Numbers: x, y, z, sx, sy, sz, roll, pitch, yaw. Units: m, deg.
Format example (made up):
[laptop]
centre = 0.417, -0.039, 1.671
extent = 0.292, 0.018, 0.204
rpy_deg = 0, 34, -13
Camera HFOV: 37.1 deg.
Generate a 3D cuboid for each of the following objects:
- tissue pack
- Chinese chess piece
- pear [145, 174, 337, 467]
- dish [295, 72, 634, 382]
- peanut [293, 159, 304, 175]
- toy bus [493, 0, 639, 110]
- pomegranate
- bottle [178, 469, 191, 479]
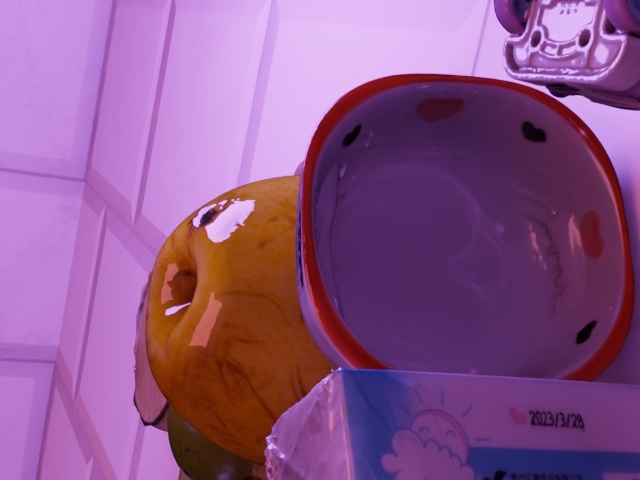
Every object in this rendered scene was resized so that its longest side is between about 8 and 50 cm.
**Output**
[tissue pack]
centre = 0.111, 0.182, 0.540
extent = 0.124, 0.271, 0.201
rpy_deg = 136, 135, -54
[Chinese chess piece]
centre = -0.196, 0.153, 1.395
extent = 0.257, 0.104, 0.257
rpy_deg = -25, 62, 60
[pear]
centre = -0.021, 0.073, 0.851
extent = 0.281, 0.281, 0.280
rpy_deg = -27, 59, 60
[dish]
centre = 0.091, 0.010, 0.692
extent = 0.117, 0.256, 0.256
rpy_deg = 120, 150, -68
[peanut]
centre = 0.000, 0.000, 1.042
extent = 0.098, 0.090, 0.214
rpy_deg = -47, -32, -83
[toy bus]
centre = 0.207, -0.181, 0.583
extent = 0.142, 0.142, 0.202
rpy_deg = 27, 107, 64
[pomegranate]
centre = -0.059, 0.194, 1.028
extent = 0.210, 0.179, 0.179
rpy_deg = 11, 95, 34
[bottle]
centre = -0.116, 0.272, 1.184
extent = 0.112, 0.112, 0.260
rpy_deg = 29, 110, 63
